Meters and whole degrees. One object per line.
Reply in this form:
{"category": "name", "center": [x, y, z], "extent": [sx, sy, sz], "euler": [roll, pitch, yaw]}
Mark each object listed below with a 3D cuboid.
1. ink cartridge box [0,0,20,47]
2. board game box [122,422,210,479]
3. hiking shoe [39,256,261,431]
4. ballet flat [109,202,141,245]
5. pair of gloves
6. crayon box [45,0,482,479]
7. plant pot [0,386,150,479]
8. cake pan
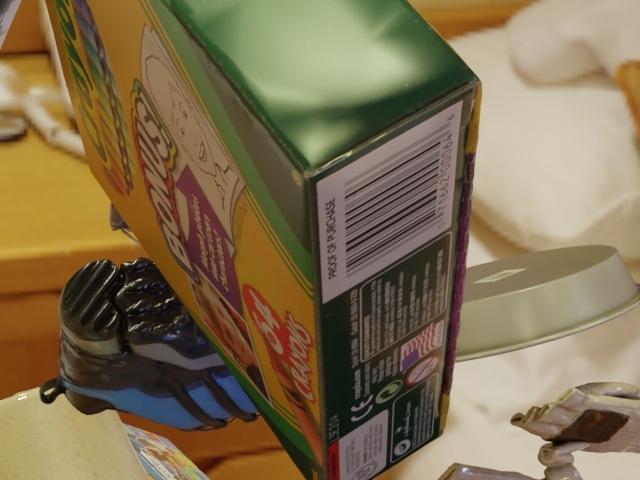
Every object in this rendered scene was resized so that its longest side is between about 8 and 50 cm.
{"category": "ink cartridge box", "center": [-0.363, -0.149, 1.346], "extent": [0.065, 0.311, 0.186], "euler": [43, 37, 9]}
{"category": "board game box", "center": [-0.194, 0.299, 1.939], "extent": [0.201, 0.035, 0.136], "euler": [35, 4, 43]}
{"category": "hiking shoe", "center": [-0.064, 0.095, 1.229], "extent": [0.304, 0.132, 0.113], "euler": [11, 44, -10]}
{"category": "ballet flat", "center": [-0.118, -0.005, 1.242], "extent": [0.114, 0.041, 0.041], "euler": [17, 25, 2]}
{"category": "pair of gloves", "center": [0.245, 0.229, 1.540], "extent": [0.204, 0.240, 0.042], "euler": [19, 39, -32]}
{"category": "crayon box", "center": [-0.048, -0.059, 0.889], "extent": [0.106, 0.363, 0.313], "euler": [-30, 61, -17]}
{"category": "plant pot", "center": [-0.304, 0.334, 1.721], "extent": [0.333, 0.305, 0.334], "euler": [-20, -11, -4]}
{"category": "cake pan", "center": [0.184, 0.062, 1.554], "extent": [0.293, 0.054, 0.293], "euler": [-14, 5, 1]}
